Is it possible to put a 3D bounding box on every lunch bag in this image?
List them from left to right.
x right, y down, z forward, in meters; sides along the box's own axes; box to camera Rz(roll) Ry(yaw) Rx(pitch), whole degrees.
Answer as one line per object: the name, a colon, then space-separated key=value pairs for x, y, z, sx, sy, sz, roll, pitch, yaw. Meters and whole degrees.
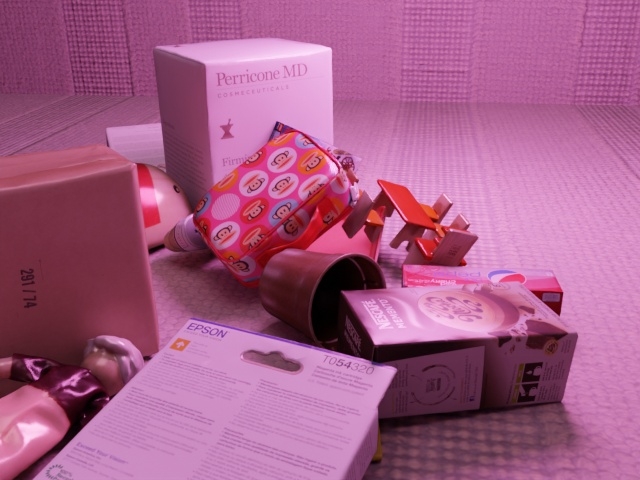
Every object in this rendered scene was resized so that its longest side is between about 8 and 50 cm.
lunch bag: x=-0.081 y=-0.059 z=1.283 sx=0.293 sy=0.120 sz=0.258 roll=-40 pitch=42 yaw=-5

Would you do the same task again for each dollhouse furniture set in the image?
dollhouse furniture set: x=0.188 y=-0.038 z=1.323 sx=0.261 sy=0.135 sz=0.259 roll=11 pitch=33 yaw=-32

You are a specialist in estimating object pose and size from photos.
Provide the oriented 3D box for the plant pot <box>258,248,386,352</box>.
plant pot: x=-0.007 y=0.088 z=1.120 sx=0.167 sy=0.167 sz=0.165 roll=-20 pitch=22 yaw=-37

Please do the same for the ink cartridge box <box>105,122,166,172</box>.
ink cartridge box: x=-0.450 y=-0.220 z=1.987 sx=0.308 sy=0.091 sz=0.385 roll=-8 pitch=41 yaw=-19

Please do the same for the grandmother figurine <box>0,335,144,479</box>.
grandmother figurine: x=-0.364 y=0.221 z=0.886 sx=0.208 sy=0.104 sz=0.342 roll=42 pitch=32 yaw=10

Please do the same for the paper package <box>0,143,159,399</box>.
paper package: x=-0.421 y=0.039 z=1.017 sx=0.309 sy=0.325 sz=0.168 roll=-13 pitch=26 yaw=-26

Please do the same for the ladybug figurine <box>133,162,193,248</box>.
ladybug figurine: x=-0.503 y=-0.068 z=1.481 sx=0.449 sy=0.162 sz=0.305 roll=-13 pitch=26 yaw=-27

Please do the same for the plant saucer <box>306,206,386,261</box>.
plant saucer: x=0.000 y=0.000 z=1.416 sx=0.258 sy=0.048 sz=0.259 roll=4 pitch=33 yaw=10

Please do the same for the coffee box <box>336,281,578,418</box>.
coffee box: x=0.186 y=0.150 z=0.977 sx=0.297 sy=0.119 sz=0.168 roll=-2 pitch=23 yaw=-15

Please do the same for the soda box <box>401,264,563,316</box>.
soda box: x=0.271 y=0.099 z=1.165 sx=0.263 sy=0.084 sz=0.092 roll=2 pitch=23 yaw=5

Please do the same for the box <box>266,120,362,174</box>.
box: x=-0.030 y=-0.159 z=1.573 sx=0.233 sy=0.159 sz=0.044 roll=18 pitch=9 yaw=-35

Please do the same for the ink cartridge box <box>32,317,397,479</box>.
ink cartridge box: x=-0.112 y=0.243 z=0.799 sx=0.324 sy=0.072 sz=0.330 roll=10 pitch=34 yaw=25

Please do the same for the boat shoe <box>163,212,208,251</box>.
boat shoe: x=-0.205 y=-0.039 z=1.473 sx=0.094 sy=0.109 sz=0.302 roll=-11 pitch=2 yaw=42

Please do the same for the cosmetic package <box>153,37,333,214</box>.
cosmetic package: x=-0.186 y=-0.273 z=1.661 sx=0.329 sy=0.394 sz=0.327 roll=-15 pitch=27 yaw=-28

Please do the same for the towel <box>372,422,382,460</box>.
towel: x=-0.040 y=0.254 z=0.894 sx=0.237 sy=0.021 sz=0.102 roll=0 pitch=28 yaw=1
